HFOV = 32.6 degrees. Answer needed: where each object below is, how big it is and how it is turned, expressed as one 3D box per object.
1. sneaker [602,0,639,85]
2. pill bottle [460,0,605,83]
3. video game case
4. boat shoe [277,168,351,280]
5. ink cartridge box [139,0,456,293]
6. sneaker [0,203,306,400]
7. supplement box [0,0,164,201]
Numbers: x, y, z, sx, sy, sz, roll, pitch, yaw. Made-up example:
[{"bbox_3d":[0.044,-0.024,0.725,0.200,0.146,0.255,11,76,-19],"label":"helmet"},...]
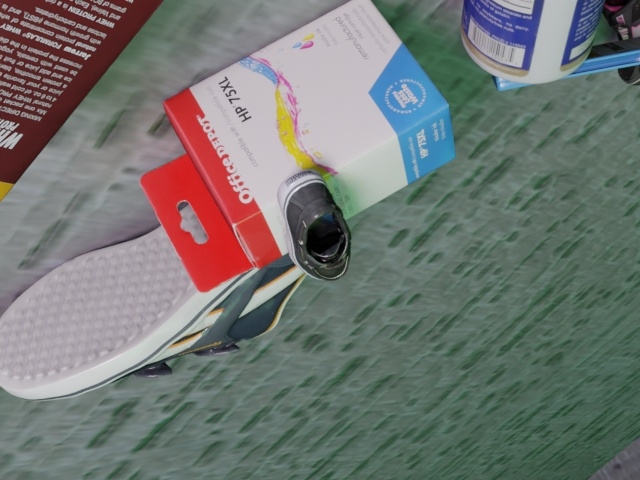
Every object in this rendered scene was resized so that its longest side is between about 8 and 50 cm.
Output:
[{"bbox_3d":[0.294,-0.219,1.026,0.077,0.072,0.178,-14,140,-8],"label":"sneaker"},{"bbox_3d":[0.171,-0.221,0.844,0.112,0.112,0.187,-24,150,-14],"label":"pill bottle"},{"bbox_3d":[0.236,-0.159,0.965,0.166,0.015,0.119,-9,-167,9],"label":"video game case"},{"bbox_3d":[0.000,0.000,0.812,0.049,0.040,0.142,-30,151,-4],"label":"boat shoe"},{"bbox_3d":[-0.028,-0.075,0.853,0.231,0.134,0.078,-30,151,-5],"label":"ink cartridge box"},{"bbox_3d":[-0.127,0.056,0.966,0.321,0.126,0.127,-31,145,-6],"label":"sneaker"},{"bbox_3d":[-0.217,-0.142,0.577,0.194,0.129,0.191,-46,148,22],"label":"supplement box"}]
